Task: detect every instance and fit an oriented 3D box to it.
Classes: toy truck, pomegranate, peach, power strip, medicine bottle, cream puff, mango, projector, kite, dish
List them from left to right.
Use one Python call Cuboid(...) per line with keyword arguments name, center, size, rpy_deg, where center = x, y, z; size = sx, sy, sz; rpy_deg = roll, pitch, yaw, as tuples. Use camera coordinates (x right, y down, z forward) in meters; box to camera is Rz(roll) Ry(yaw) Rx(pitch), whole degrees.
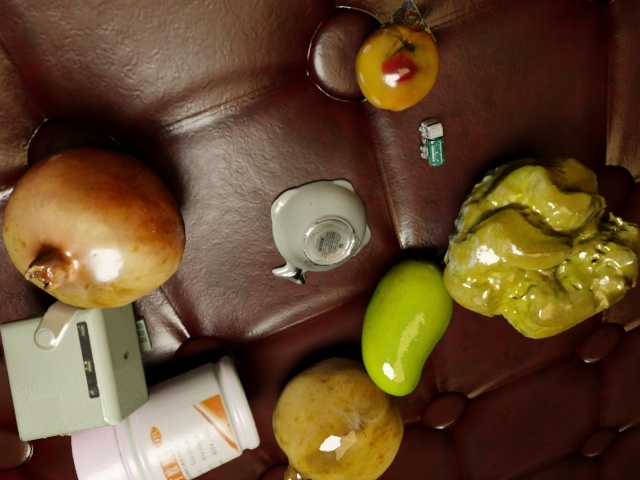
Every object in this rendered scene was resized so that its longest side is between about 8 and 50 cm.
Cuboid(name="projector", center=(-0.431, 0.209, 0.796), size=(0.177, 0.163, 0.243), rpy_deg=(-10, 89, 1))
Cuboid(name="pomegranate", center=(-0.342, -0.009, 0.679), size=(0.229, 0.270, 0.252), rpy_deg=(-36, 113, 15))
Cuboid(name="power strip", center=(-0.378, 0.197, 0.924), size=(0.040, 0.016, 0.090), rpy_deg=(-9, 119, -10))
Cuboid(name="medicine bottle", center=(-0.302, 0.387, 0.908), size=(0.315, 0.202, 0.202), rpy_deg=(-19, 121, -17))
Cuboid(name="dish", center=(0.000, 0.000, 0.883), size=(0.224, 0.078, 0.246), rpy_deg=(22, 110, -25))
Cuboid(name="pomegranate", center=(0.042, 0.401, 1.002), size=(0.307, 0.307, 0.308), rpy_deg=(-6, 119, -11))
Cuboid(name="peach", center=(0.124, -0.282, 0.740), size=(0.138, 0.138, 0.138), rpy_deg=(-6, 119, -11))
Cuboid(name="kite", center=(0.145, -0.366, 0.768), size=(0.122, 0.004, 0.090), rpy_deg=(-8, 119, -10))
Cuboid(name="mango", center=(0.180, 0.175, 0.946), size=(0.175, 0.143, 0.293), rpy_deg=(21, 78, 0))
Cuboid(name="toy truck", center=(0.218, -0.188, 0.859), size=(0.039, 0.044, 0.083), rpy_deg=(-18, 121, -8))
Cuboid(name="cream puff", center=(0.447, 0.021, 0.869), size=(0.378, 0.275, 0.379), rpy_deg=(-11, 113, -28))

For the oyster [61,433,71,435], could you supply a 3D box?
Cuboid(name="oyster", center=(-0.514, 0.392, 0.971), size=(0.177, 0.056, 0.105), rpy_deg=(25, 115, -24))
